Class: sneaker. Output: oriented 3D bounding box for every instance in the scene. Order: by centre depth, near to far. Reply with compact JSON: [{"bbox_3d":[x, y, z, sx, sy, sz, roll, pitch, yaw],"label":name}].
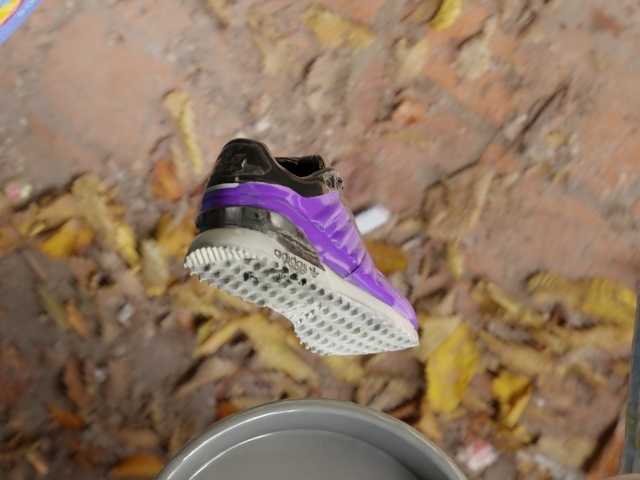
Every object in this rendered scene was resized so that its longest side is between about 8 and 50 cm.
[{"bbox_3d":[0.001,0.000,1.526,0.102,0.293,0.146,-11,62,30],"label":"sneaker"}]

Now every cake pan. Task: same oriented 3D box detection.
[{"bbox_3d":[-0.008,0.268,1.344,0.293,0.054,0.293,2,78,-7],"label":"cake pan"}]

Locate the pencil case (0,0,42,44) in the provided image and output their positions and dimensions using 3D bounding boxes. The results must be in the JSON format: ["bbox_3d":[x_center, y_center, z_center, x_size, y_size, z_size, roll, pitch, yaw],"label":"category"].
[{"bbox_3d":[-0.211,-0.139,0.958,0.306,0.119,0.133,-42,49,16],"label":"pencil case"}]

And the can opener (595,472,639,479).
[{"bbox_3d":[0.167,0.107,0.651,0.074,0.280,0.093,-22,86,39],"label":"can opener"}]

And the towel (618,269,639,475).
[{"bbox_3d":[0.424,0.142,1.534,0.321,0.374,0.090,13,148,-2],"label":"towel"}]
